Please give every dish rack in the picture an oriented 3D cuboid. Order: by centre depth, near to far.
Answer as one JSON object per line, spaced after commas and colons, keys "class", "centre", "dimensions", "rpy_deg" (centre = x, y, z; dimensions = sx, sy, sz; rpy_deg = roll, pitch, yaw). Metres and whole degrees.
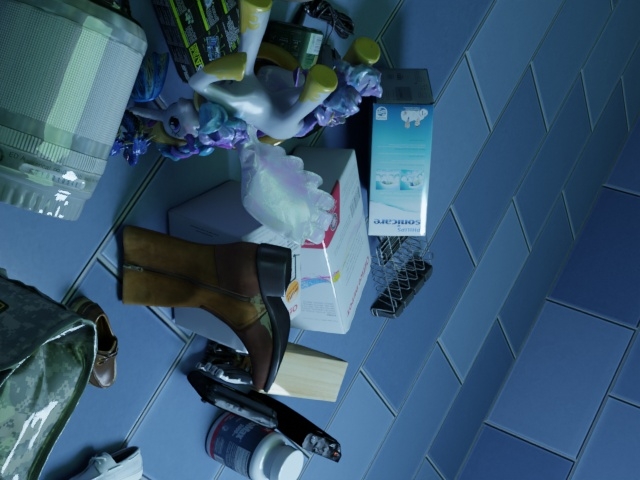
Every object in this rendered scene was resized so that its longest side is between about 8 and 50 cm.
{"class": "dish rack", "centre": [0.190, 0.041, 2.352], "dimensions": [0.208, 0.074, 0.271], "rpy_deg": [-49, 141, -33]}

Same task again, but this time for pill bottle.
{"class": "pill bottle", "centre": [-0.128, 0.421, 1.955], "dimensions": [0.108, 0.180, 0.108], "rpy_deg": [-35, 134, -45]}

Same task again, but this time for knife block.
{"class": "knife block", "centre": [-0.091, 0.245, 1.870], "dimensions": [0.242, 0.276, 0.088], "rpy_deg": [-46, 154, -87]}

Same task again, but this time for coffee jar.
{"class": "coffee jar", "centre": [-0.059, -0.293, 1.743], "dimensions": [0.079, 0.096, 0.184], "rpy_deg": [-15, 120, -66]}

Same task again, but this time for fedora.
{"class": "fedora", "centre": [-0.115, -0.241, 1.669], "dimensions": [0.079, 0.194, 0.194], "rpy_deg": [146, -32, -82]}

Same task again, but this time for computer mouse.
{"class": "computer mouse", "centre": [-0.005, -0.325, 1.846], "dimensions": [0.184, 0.060, 0.262], "rpy_deg": [26, 85, -60]}

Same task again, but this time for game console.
{"class": "game console", "centre": [-0.123, 0.334, 1.926], "dimensions": [0.361, 0.213, 0.044], "rpy_deg": [33, 85, -40]}

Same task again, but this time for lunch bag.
{"class": "lunch bag", "centre": [-0.444, 0.181, 1.271], "dimensions": [0.169, 0.235, 0.287], "rpy_deg": [38, 74, -55]}

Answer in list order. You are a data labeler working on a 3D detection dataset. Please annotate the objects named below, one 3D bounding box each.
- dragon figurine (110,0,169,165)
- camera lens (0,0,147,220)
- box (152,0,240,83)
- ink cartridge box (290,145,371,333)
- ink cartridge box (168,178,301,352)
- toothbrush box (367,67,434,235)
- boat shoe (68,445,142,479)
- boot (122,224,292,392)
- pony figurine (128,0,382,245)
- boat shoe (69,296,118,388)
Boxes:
{"class": "dragon figurine", "centre": [-0.273, -0.246, 1.388], "dimensions": [0.085, 0.144, 0.289], "rpy_deg": [20, 90, -59]}
{"class": "camera lens", "centre": [-0.354, -0.185, 1.221], "dimensions": [0.219, 0.219, 0.274], "rpy_deg": [18, 91, -59]}
{"class": "box", "centre": [-0.179, -0.376, 1.561], "dimensions": [0.184, 0.045, 0.190], "rpy_deg": [-49, 143, -29]}
{"class": "ink cartridge box", "centre": [0.000, 0.000, 1.920], "dimensions": [0.226, 0.131, 0.306], "rpy_deg": [-66, 155, -44]}
{"class": "ink cartridge box", "centre": [-0.146, 0.043, 1.725], "dimensions": [0.171, 0.168, 0.232], "rpy_deg": [-34, 133, -46]}
{"class": "toothbrush box", "centre": [0.162, -0.185, 2.034], "dimensions": [0.216, 0.126, 0.295], "rpy_deg": [-87, 177, -60]}
{"class": "boat shoe", "centre": [-0.371, 0.395, 1.678], "dimensions": [0.184, 0.066, 0.063], "rpy_deg": [-4, 96, -54]}
{"class": "boot", "centre": [-0.193, 0.115, 1.593], "dimensions": [0.096, 0.280, 0.264], "rpy_deg": [-71, 165, -60]}
{"class": "pony figurine", "centre": [-0.072, -0.194, 1.467], "dimensions": [0.351, 0.363, 0.303], "rpy_deg": [20, 61, -26]}
{"class": "boat shoe", "centre": [-0.358, 0.174, 1.572], "dimensions": [0.064, 0.060, 0.178], "rpy_deg": [-41, 138, -40]}
